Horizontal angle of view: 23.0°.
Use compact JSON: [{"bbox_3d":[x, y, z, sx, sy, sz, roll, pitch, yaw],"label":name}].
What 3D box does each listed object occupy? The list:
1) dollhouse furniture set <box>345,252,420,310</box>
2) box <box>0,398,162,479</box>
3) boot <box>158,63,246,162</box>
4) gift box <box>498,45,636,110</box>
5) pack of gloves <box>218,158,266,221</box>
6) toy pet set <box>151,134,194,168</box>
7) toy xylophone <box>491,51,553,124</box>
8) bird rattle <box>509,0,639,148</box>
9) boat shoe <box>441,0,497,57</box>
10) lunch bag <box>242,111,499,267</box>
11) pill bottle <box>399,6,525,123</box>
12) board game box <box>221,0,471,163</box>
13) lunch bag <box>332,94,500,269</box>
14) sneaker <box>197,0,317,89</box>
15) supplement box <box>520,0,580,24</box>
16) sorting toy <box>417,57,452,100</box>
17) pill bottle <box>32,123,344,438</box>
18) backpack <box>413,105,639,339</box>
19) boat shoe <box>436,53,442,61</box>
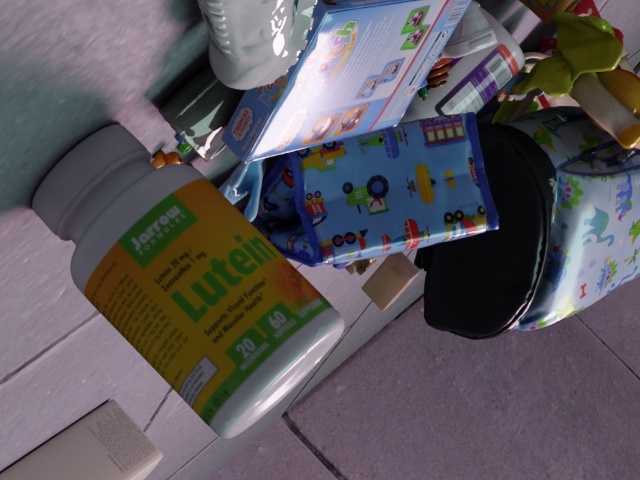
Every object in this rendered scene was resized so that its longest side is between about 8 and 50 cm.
[{"bbox_3d":[0.107,-0.008,2.412,0.123,0.151,0.144,-39,172,-33],"label":"dollhouse furniture set"},{"bbox_3d":[-0.338,0.324,2.057,0.275,0.113,0.094,-31,165,-52],"label":"box"},{"bbox_3d":[-0.032,-0.149,1.368,0.208,0.076,0.189,-52,157,2],"label":"boot"},{"bbox_3d":[0.380,-0.181,2.555,0.276,0.258,0.255,-27,-178,26],"label":"gift box"},{"bbox_3d":[-0.077,-0.043,1.606,0.195,0.046,0.232,-52,180,43],"label":"pack of gloves"},{"bbox_3d":[-0.141,-0.028,1.461,0.114,0.065,0.122,-43,171,-11],"label":"toy pet set"},{"bbox_3d":[0.239,-0.140,2.228,0.322,0.081,0.236,-57,-161,0],"label":"toy xylophone"},{"bbox_3d":[0.344,-0.193,1.980,0.143,0.207,0.253,-43,172,16],"label":"bird rattle"},{"bbox_3d":[0.137,-0.236,1.745,0.066,0.063,0.184,-20,-169,-8],"label":"boat shoe"},{"bbox_3d":[0.039,-0.043,1.817,0.221,0.138,0.293,-12,178,-17],"label":"lunch bag"},{"bbox_3d":[0.142,-0.184,1.891,0.193,0.108,0.108,-43,171,-4],"label":"pill bottle"},{"bbox_3d":[0.027,-0.151,1.336,0.211,0.039,0.160,-19,148,-49],"label":"board game box"},{"bbox_3d":[0.112,-0.106,2.115,0.303,0.115,0.243,-47,173,23],"label":"lunch bag"},{"bbox_3d":[-0.055,-0.184,1.128,0.095,0.090,0.235,-25,159,-28],"label":"sneaker"},{"bbox_3d":[0.350,-0.365,2.100,0.233,0.080,0.078,-31,163,-44],"label":"supplement box"},{"bbox_3d":[0.108,-0.184,1.812,0.102,0.042,0.061,-21,-164,-4],"label":"sorting toy"},{"bbox_3d":[-0.111,0.026,1.256,0.136,0.245,0.136,-44,171,-9],"label":"pill bottle"},{"bbox_3d":[0.313,-0.039,2.063,0.355,0.273,0.290,-33,137,-60],"label":"backpack"},{"bbox_3d":[0.097,-0.208,1.693,0.078,0.070,0.219,-39,170,-31],"label":"boat shoe"}]
